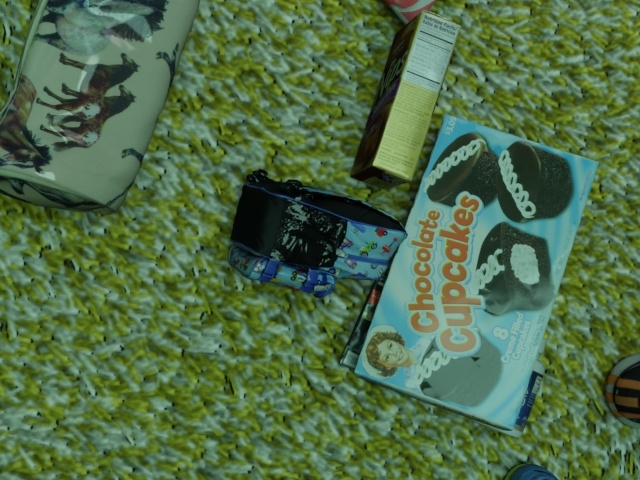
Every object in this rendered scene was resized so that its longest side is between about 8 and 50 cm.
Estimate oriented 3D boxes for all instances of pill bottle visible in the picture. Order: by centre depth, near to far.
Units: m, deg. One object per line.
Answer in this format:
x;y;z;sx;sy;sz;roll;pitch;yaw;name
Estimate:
0.224;0.166;1.191;0.067;0.067;0.120;22;83;-10;pill bottle

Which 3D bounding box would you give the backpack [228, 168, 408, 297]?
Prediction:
0.000;0.000;1.114;0.173;0.158;0.117;15;93;-23;backpack

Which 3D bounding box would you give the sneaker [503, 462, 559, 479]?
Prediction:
0.299;0.353;1.193;0.069;0.082;0.209;-41;97;-13;sneaker

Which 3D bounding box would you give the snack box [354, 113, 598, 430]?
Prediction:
0.178;0.034;1.157;0.187;0.060;0.322;19;79;7;snack box

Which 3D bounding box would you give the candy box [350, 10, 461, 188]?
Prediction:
0.095;-0.158;1.158;0.053;0.109;0.187;21;83;-10;candy box

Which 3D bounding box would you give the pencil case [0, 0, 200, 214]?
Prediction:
-0.236;-0.220;1.063;0.183;0.160;0.410;21;83;-27;pencil case

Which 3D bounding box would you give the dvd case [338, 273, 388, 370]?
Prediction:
0.083;0.108;1.193;0.087;0.013;0.119;25;82;-10;dvd case

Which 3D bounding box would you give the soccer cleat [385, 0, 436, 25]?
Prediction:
0.169;-0.355;1.208;0.248;0.083;0.095;-42;126;-15;soccer cleat

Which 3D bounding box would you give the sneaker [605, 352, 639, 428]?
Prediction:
0.519;0.174;1.196;0.321;0.180;0.125;-12;90;-12;sneaker
